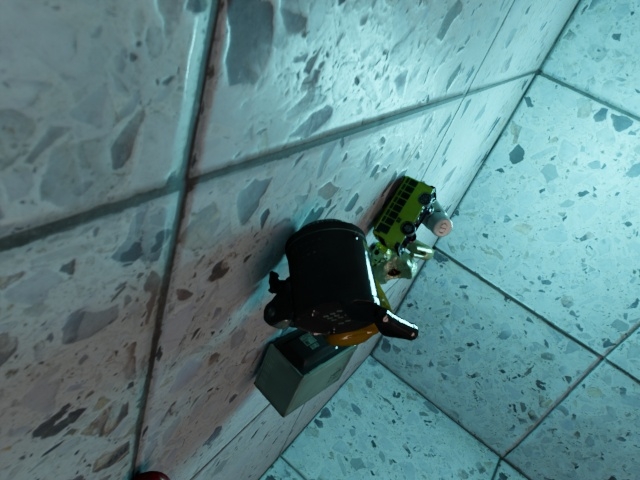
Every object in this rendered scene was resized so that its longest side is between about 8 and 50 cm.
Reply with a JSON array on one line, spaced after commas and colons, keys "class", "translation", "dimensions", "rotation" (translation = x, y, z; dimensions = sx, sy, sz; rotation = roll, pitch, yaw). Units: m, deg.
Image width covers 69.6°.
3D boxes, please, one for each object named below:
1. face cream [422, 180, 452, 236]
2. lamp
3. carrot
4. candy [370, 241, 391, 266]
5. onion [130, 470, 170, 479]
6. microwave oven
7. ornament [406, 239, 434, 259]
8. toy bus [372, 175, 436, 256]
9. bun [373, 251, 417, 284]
[{"class": "face cream", "translation": [0.419, -0.119, 1.808], "dimensions": [0.143, 0.089, 0.314], "rotation": [-64, -158, 23]}, {"class": "lamp", "translation": [0.034, 0.082, 1.084], "dimensions": [0.205, 0.373, 0.272], "rotation": [31, 60, -48]}, {"class": "carrot", "translation": [0.076, 0.177, 1.466], "dimensions": [0.241, 0.341, 0.242], "rotation": [-16, 138, -15]}, {"class": "candy", "translation": [0.183, 0.127, 1.890], "dimensions": [0.305, 0.083, 0.091], "rotation": [-51, 165, 16]}, {"class": "onion", "translation": [-0.443, 0.651, 1.173], "dimensions": [0.131, 0.131, 0.131], "rotation": [-47, 160, -23]}, {"class": "microwave oven", "translation": [-0.050, 0.409, 1.565], "dimensions": [0.295, 0.181, 0.238], "rotation": [-17, 138, -47]}, {"class": "ornament", "translation": [0.400, 0.016, 2.032], "dimensions": [0.244, 0.230, 0.061], "rotation": [11, 108, -47]}, {"class": "toy bus", "translation": [0.300, -0.086, 1.657], "dimensions": [0.262, 0.150, 0.128], "rotation": [-57, 158, -7]}, {"class": "bun", "translation": [0.305, 0.105, 1.966], "dimensions": [0.212, 0.203, 0.127], "rotation": [-19, 105, -34]}]
